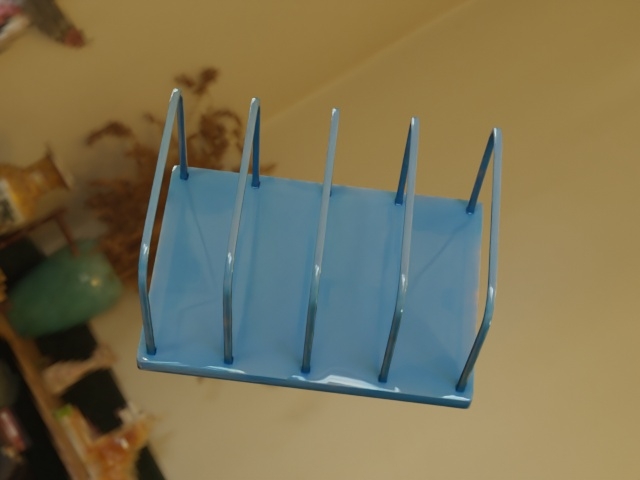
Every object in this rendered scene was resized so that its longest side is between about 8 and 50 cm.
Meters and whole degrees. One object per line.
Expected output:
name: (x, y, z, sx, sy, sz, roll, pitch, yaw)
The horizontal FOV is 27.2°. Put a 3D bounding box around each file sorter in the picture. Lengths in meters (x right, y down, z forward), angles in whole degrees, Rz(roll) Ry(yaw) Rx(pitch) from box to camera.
file sorter: (0.000, 0.000, 0.656, 0.104, 0.170, 0.118, 96, 1, -60)
